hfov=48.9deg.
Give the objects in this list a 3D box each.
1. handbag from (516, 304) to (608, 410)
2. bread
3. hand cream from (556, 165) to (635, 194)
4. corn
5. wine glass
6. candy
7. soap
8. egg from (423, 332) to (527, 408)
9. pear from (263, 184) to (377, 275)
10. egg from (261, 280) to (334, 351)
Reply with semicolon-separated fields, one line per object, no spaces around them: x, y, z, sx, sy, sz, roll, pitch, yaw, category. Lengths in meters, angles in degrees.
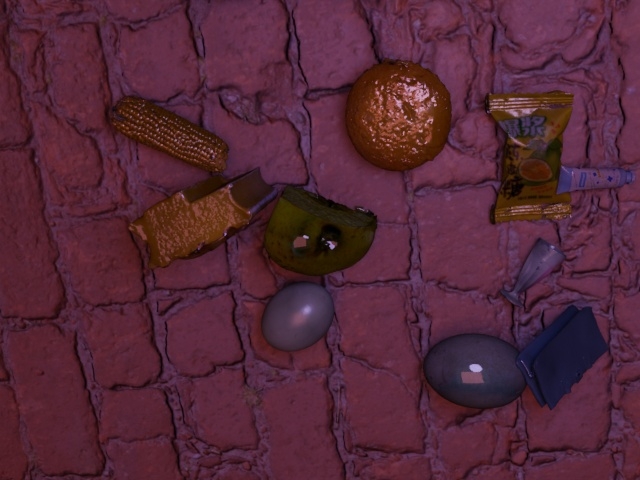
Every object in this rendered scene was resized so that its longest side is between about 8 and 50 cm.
0.544;0.257;1.570;0.221;0.057;0.144;-39;108;-24;handbag
0.166;-0.267;1.505;0.239;0.139;0.240;2;104;8;bread
0.590;-0.133;1.510;0.170;0.043;0.065;-3;113;-8;hand cream
-0.338;-0.244;1.606;0.292;0.106;0.106;23;106;0;corn
0.478;0.075;1.585;0.073;0.073;0.155;32;109;-1;wine glass
0.452;-0.178;1.521;0.187;0.081;0.297;-3;116;7;candy
-0.243;-0.061;1.543;0.259;0.281;0.143;-24;97;12;soap
0.353;0.297;1.604;0.236;0.169;0.169;1;104;3;egg
0.000;0.000;1.540;0.238;0.255;0.164;20;104;-2;pear
-0.054;0.179;1.643;0.149;0.149;0.192;46;111;-5;egg
